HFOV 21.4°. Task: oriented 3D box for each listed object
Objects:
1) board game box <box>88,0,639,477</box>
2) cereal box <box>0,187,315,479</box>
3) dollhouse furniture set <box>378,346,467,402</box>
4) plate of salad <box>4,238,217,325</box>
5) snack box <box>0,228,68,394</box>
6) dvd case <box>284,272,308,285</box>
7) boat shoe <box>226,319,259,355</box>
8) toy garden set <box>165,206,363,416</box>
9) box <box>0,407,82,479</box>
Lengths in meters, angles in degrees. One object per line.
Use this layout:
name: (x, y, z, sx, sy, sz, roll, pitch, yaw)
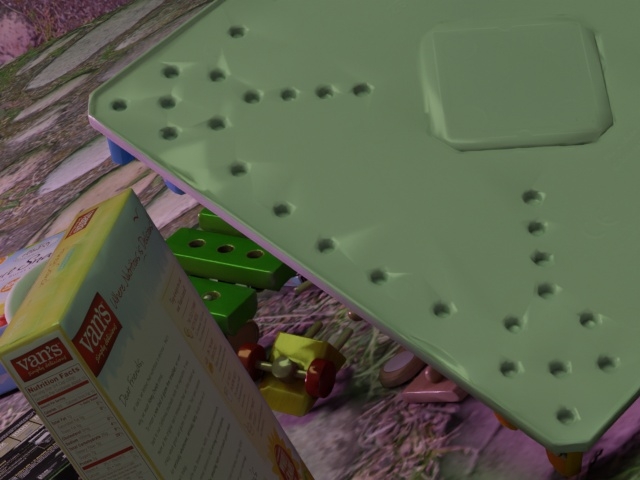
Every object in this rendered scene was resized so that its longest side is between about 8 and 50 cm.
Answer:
board game box: (0.122, -0.085, 1.070, 0.390, 0.050, 0.390, 34, 60, 27)
cereal box: (-0.079, 0.108, 0.942, 0.047, 0.240, 0.173, -25, 19, 18)
dollhouse furniture set: (0.046, 0.013, 1.134, 0.123, 0.151, 0.144, -43, 19, -32)
plate of salad: (-0.178, 0.040, 1.480, 0.200, 0.048, 0.200, -2, 31, 1)
snack box: (-0.279, 0.066, 1.638, 0.174, 0.070, 0.207, -23, 19, 20)
dvd case: (0.000, 0.000, 1.459, 0.119, 0.013, 0.087, -43, 21, -27)
boat shoe: (-0.087, 0.103, 1.285, 0.045, 0.050, 0.135, 11, 41, 40)
toy garden set: (-0.045, 0.050, 1.276, 0.204, 0.049, 0.244, 10, 32, 26)
box: (-0.215, 0.200, 1.177, 0.180, 0.077, 0.147, -39, 20, -24)
